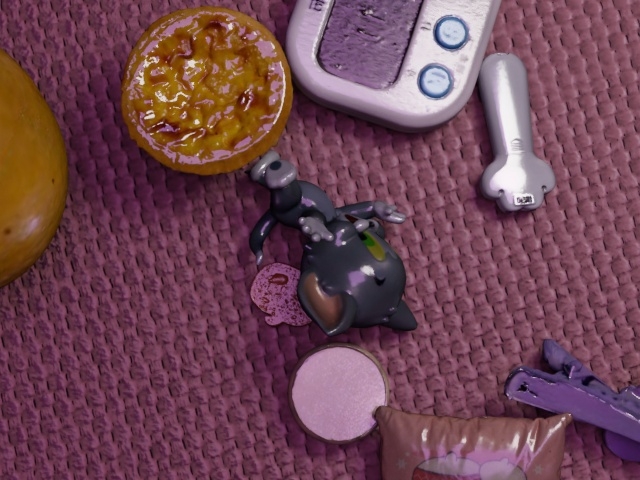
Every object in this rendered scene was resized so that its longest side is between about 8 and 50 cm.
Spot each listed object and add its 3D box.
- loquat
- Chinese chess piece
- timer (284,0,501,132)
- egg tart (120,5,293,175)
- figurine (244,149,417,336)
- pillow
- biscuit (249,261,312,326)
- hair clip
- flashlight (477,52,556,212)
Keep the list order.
[{"bbox_3d":[-0.446,-0.062,1.579,0.328,0.328,0.360,14,58,0],"label":"loquat"},{"bbox_3d":[0.021,0.181,1.708,0.122,0.051,0.122,0,84,-3],"label":"Chinese chess piece"},{"bbox_3d":[0.089,-0.270,1.752,0.237,0.087,0.262,18,82,0],"label":"timer"},{"bbox_3d":[-0.130,-0.162,1.699,0.202,0.147,0.203,0,81,-1],"label":"egg tart"},{"bbox_3d":[-0.005,0.001,1.679,0.265,0.193,0.140,33,105,20],"label":"figurine"},{"bbox_3d":[0.173,0.301,1.667,0.236,0.084,0.223,-1,96,3],"label":"pillow"},{"bbox_3d":[-0.042,0.070,1.737,0.091,0.015,0.078,31,84,3],"label":"biscuit"},{"bbox_3d":[0.352,0.193,1.687,0.278,0.090,0.137,23,111,2],"label":"hair clip"},{"bbox_3d":[0.230,-0.132,1.759,0.093,0.047,0.200,-6,80,-9],"label":"flashlight"}]
